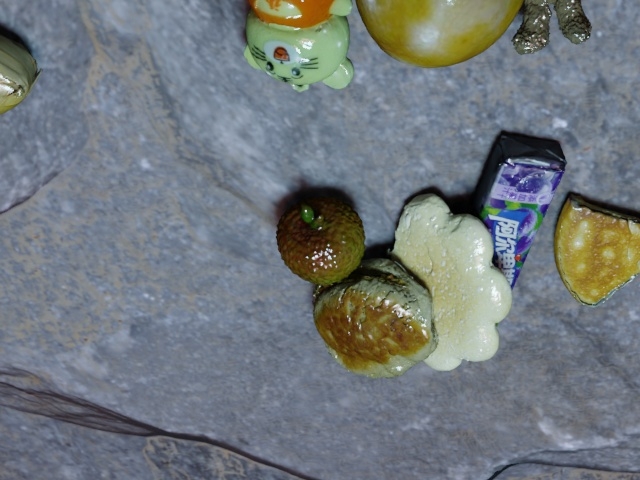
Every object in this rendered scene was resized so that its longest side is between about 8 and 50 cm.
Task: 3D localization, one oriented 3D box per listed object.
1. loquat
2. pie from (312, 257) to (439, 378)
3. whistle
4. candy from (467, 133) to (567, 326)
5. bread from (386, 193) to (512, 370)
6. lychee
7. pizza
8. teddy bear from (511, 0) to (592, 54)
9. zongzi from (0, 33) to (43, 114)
[{"bbox_3d":[0.127,-0.281,1.375,0.179,0.179,0.227,13,146,-13],"label":"loquat"},{"bbox_3d":[0.069,0.106,1.732,0.193,0.079,0.163,-25,103,43],"label":"pie"},{"bbox_3d":[-0.027,-0.273,1.420,0.131,0.106,0.288,16,138,18],"label":"whistle"},{"bbox_3d":[0.222,0.004,1.705,0.088,0.061,0.312,7,131,-11],"label":"candy"},{"bbox_3d":[0.158,0.068,1.706,0.182,0.039,0.251,37,135,27],"label":"bread"},{"bbox_3d":[0.000,0.000,1.664,0.114,0.114,0.146,-7,149,4],"label":"lychee"},{"bbox_3d":[0.384,-0.002,1.722,0.176,0.036,0.185,-21,127,13],"label":"pizza"},{"bbox_3d":[0.242,-0.290,1.448,0.119,0.078,0.160,-7,117,33],"label":"teddy bear"},{"bbox_3d":[-0.443,-0.181,1.508,0.194,0.099,0.197,33,129,-27],"label":"zongzi"}]
